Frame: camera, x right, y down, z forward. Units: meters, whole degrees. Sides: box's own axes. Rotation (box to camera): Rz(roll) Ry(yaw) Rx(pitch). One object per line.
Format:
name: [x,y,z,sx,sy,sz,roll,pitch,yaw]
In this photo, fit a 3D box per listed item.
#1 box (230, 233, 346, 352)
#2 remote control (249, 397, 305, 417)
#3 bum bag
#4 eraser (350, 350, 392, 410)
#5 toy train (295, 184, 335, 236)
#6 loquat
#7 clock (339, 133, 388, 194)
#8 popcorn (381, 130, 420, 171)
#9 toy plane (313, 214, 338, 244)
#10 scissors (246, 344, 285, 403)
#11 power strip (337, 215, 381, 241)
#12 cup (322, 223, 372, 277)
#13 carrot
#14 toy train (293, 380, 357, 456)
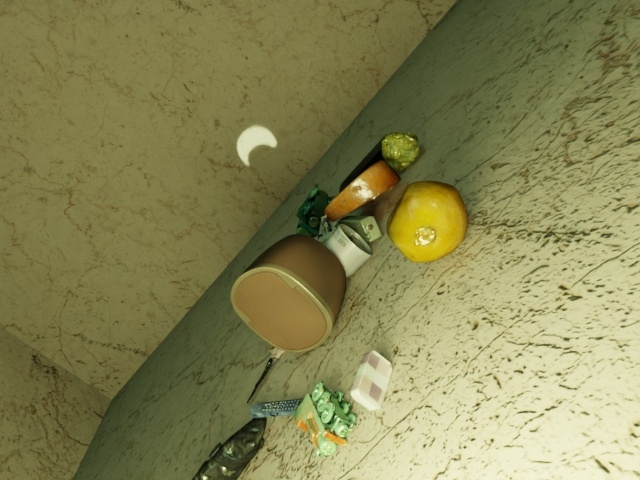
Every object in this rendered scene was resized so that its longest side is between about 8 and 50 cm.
box: [-0.076,0.135,1.491,0.301,0.301,0.216,-38,14,39]
remote control: [-0.104,0.410,1.288,0.152,0.027,0.043,-14,17,25]
bum bag: [-0.250,0.570,1.304,0.340,0.095,0.144,-48,-1,4]
eraser: [0.102,0.274,1.039,0.026,0.065,0.105,-37,20,46]
toy train: [-0.038,-0.116,2.366,0.194,0.120,0.298,-51,12,28]
loquat: [0.244,-0.047,1.202,0.187,0.176,0.234,-45,5,17]
clock: [0.177,-0.260,2.048,0.279,0.049,0.273,-49,-9,-7]
popcorn: [0.285,-0.330,1.882,0.162,0.135,0.141,-54,7,-6]
toy plane: [0.016,-0.005,1.861,0.082,0.160,0.234,-16,0,-27]
scissors: [-0.145,0.363,1.641,0.160,0.024,0.318,-27,27,56]
power strip: [0.123,-0.040,1.735,0.052,0.078,0.272,-26,9,-12]
cup: [0.056,0.034,1.616,0.142,0.134,0.173,-47,42,17]
carrot: [0.136,-0.156,1.820,0.258,0.100,0.307,-32,-5,-42]
toy train: [0.008,0.370,1.085,0.118,0.074,0.176,-59,19,4]
